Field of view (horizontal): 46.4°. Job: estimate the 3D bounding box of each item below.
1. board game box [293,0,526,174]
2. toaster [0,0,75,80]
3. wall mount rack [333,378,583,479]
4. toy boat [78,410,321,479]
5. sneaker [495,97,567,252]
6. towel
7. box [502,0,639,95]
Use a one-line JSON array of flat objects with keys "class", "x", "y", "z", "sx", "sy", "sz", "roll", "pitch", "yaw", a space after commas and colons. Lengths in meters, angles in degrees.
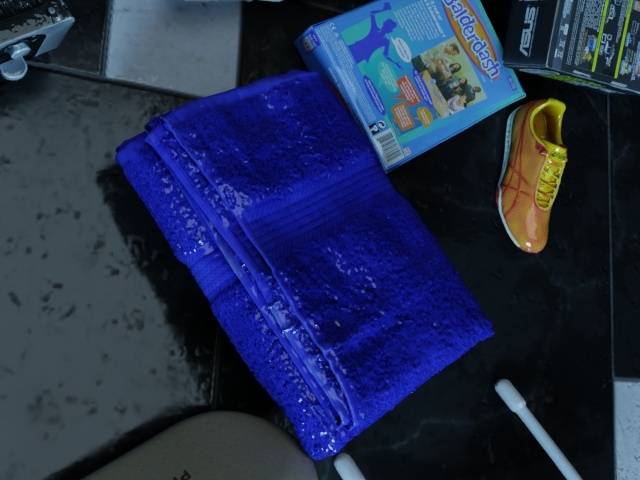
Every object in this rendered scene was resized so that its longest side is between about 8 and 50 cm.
[{"class": "board game box", "x": 0.098, "y": -0.177, "z": 0.776, "sx": 0.210, "sy": 0.047, "sz": 0.160, "roll": -29, "pitch": 95, "yaw": -26}, {"class": "toaster", "x": -0.303, "y": -0.194, "z": 0.544, "sx": 0.168, "sy": 0.110, "sz": 0.185, "roll": -33, "pitch": 98, "yaw": -27}, {"class": "wall mount rack", "x": 0.170, "y": 0.315, "z": 0.702, "sx": 0.350, "sy": 0.130, "sz": 0.304, "roll": -17, "pitch": 94, "yaw": -27}, {"class": "toy boat", "x": -0.102, "y": 0.245, "z": 0.583, "sx": 0.231, "sy": 0.151, "sz": 0.151, "roll": -26, "pitch": 125, "yaw": -26}, {"class": "sneaker", "x": 0.235, "y": -0.074, "z": 0.818, "sx": 0.064, "sy": 0.067, "sz": 0.175, "roll": 7, "pitch": 81, "yaw": -27}, {"class": "towel", "x": 0.000, "y": 0.000, "z": 0.639, "sx": 0.228, "sy": 0.076, "sz": 0.308, "roll": -29, "pitch": 83, "yaw": -33}, {"class": "box", "x": 0.307, "y": -0.308, "z": 0.818, "sx": 0.216, "sy": 0.060, "sz": 0.269, "roll": -1, "pitch": 103, "yaw": -42}]
